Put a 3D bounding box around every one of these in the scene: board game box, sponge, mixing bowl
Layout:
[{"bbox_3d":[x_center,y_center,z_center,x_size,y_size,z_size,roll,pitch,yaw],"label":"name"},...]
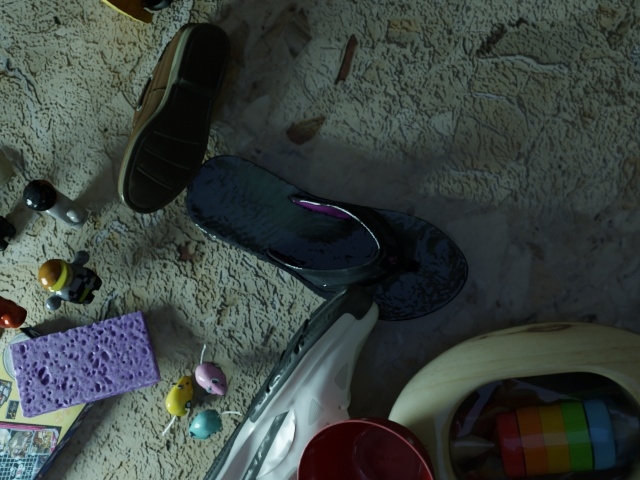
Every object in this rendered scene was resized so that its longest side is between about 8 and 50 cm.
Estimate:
[{"bbox_3d":[-0.480,0.285,1.282,0.165,0.042,0.243,36,93,8],"label":"board game box"},{"bbox_3d":[-0.363,0.191,1.240,0.210,0.031,0.117,-15,74,-7],"label":"sponge"},{"bbox_3d":[0.072,0.296,1.021,0.181,0.098,0.181,5,103,22],"label":"mixing bowl"}]

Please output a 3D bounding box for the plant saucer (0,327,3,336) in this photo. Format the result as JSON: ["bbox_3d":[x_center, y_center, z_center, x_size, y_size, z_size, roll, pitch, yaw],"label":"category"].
[{"bbox_3d":[-0.564,0.141,1.314,0.083,0.015,0.083,0,88,8],"label":"plant saucer"}]

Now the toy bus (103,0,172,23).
[{"bbox_3d":[-0.320,-0.479,1.247,0.211,0.149,0.220,26,94,22],"label":"toy bus"}]

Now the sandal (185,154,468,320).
[{"bbox_3d":[-0.002,0.002,1.189,0.446,0.107,0.167,20,91,9],"label":"sandal"}]

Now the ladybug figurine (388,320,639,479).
[{"bbox_3d":[0.317,0.262,1.103,0.449,0.162,0.305,-5,88,9],"label":"ladybug figurine"}]

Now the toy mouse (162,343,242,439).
[{"bbox_3d":[-0.179,0.243,1.214,0.143,0.031,0.161,15,86,37],"label":"toy mouse"}]

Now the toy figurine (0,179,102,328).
[{"bbox_3d":[-0.457,0.019,1.219,0.209,0.148,0.213,-15,72,8],"label":"toy figurine"}]

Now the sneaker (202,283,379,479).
[{"bbox_3d":[0.017,0.293,1.160,0.257,0.169,0.447,32,105,-1],"label":"sneaker"}]

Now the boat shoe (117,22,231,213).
[{"bbox_3d":[-0.231,-0.187,1.237,0.111,0.104,0.307,28,84,-36],"label":"boat shoe"}]

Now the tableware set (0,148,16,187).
[{"bbox_3d":[-0.594,-0.101,1.301,0.141,0.020,0.168,37,70,7],"label":"tableware set"}]
